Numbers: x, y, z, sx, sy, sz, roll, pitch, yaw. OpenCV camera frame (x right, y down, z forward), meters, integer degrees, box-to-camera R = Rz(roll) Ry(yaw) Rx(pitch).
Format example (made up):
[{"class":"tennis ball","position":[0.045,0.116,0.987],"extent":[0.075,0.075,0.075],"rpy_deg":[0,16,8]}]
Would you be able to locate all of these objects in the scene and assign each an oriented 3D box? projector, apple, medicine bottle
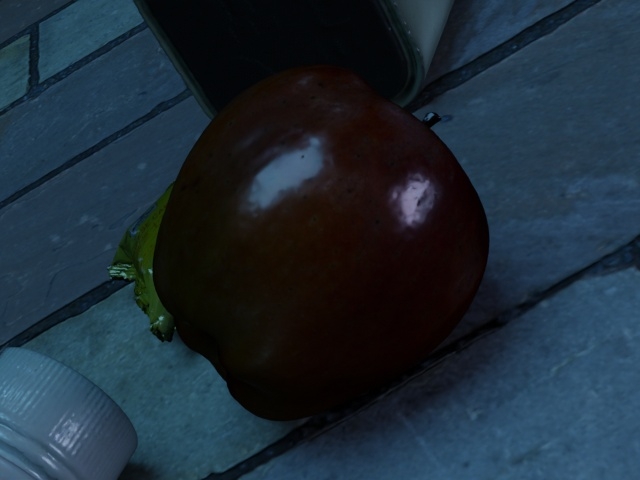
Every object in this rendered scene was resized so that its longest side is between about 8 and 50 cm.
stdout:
[{"class":"projector","position":[-0.011,-0.276,1.021],"extent":[0.249,0.248,0.249],"rpy_deg":[-11,38,31]},{"class":"apple","position":[0.000,-0.001,0.676],"extent":[0.234,0.234,0.234],"rpy_deg":[-22,33,16]},{"class":"medicine bottle","position":[-0.239,0.203,0.673],"extent":[0.144,0.144,0.252],"rpy_deg":[-4,40,37]}]

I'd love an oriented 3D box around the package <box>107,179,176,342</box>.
[{"class":"package","position":[-0.083,-0.017,0.880],"extent":[0.226,0.090,0.168],"rpy_deg":[-39,31,-6]}]
